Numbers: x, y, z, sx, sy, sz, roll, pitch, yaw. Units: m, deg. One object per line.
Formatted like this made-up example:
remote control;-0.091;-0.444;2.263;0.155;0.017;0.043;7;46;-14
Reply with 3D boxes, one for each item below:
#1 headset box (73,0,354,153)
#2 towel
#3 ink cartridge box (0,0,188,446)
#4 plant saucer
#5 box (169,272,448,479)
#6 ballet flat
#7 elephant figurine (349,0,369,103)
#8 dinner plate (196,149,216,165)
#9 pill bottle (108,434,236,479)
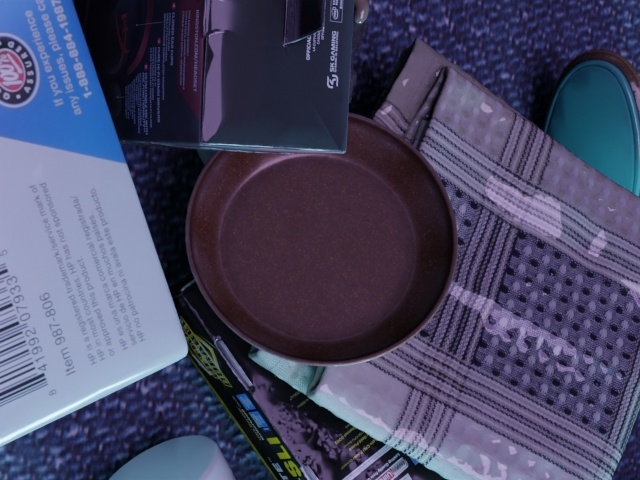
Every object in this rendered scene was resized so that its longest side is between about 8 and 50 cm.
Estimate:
headset box;-0.081;-0.169;0.884;0.110;0.293;0.218;1;94;-32
towel;0.138;0.040;1.053;0.324;0.056;0.312;32;70;-14
ink cartridge box;-0.322;0.013;0.823;0.395;0.166;0.285;-24;107;-28
plant saucer;0.000;0.000;0.970;0.199;0.036;0.198;3;69;-7
box;0.066;0.061;1.090;0.322;0.079;0.257;-37;98;-24
ballet flat;0.278;-0.010;1.249;0.124;0.116;0.342;-17;105;-51
elephant figurine;-0.001;-0.247;1.017;0.186;0.169;0.239;34;88;5
dinner plate;-0.041;-0.104;1.081;0.141;0.017;0.141;-4;98;-34
pill bottle;-0.073;0.278;1.027;0.136;0.136;0.245;-35;112;-25
